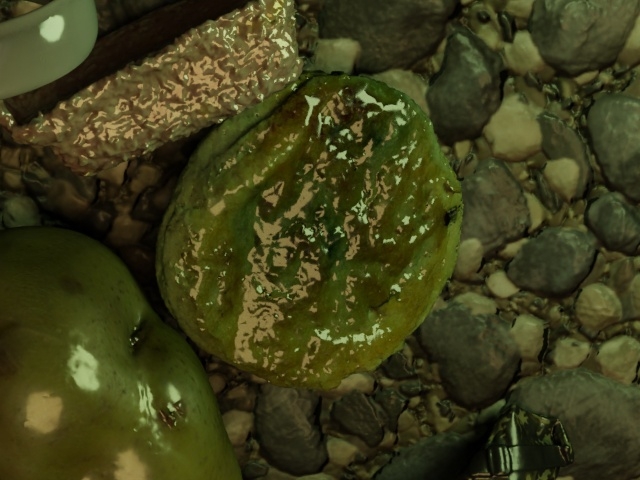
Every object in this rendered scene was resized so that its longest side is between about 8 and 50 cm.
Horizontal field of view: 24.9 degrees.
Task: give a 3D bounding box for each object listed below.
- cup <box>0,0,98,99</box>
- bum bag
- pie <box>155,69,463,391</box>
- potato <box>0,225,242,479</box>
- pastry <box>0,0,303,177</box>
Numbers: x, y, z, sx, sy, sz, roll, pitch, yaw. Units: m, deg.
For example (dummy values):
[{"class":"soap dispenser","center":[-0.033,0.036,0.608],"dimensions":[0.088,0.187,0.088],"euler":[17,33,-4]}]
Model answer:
[{"class":"cup","center":[-0.305,-0.134,0.901],"dimensions":[0.323,0.327,0.237],"euler":[-14,119,-7]},{"class":"bum bag","center":[0.152,0.253,1.338],"dimensions":[0.102,0.069,0.248],"euler":[45,62,-15]},{"class":"pie","center":[0.000,0.000,1.182],"dimensions":[0.277,0.078,0.277],"euler":[-7,109,-21]},{"class":"potato","center":[-0.180,0.145,1.142],"dimensions":[0.202,0.218,0.351],"euler":[-39,118,5]},{"class":"pastry","center":[-0.133,-0.119,1.086],"dimensions":[0.265,0.103,0.112],"euler":[-18,116,-4]}]
